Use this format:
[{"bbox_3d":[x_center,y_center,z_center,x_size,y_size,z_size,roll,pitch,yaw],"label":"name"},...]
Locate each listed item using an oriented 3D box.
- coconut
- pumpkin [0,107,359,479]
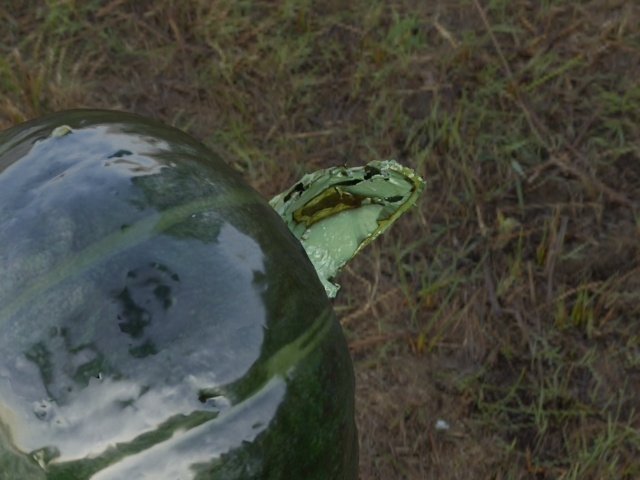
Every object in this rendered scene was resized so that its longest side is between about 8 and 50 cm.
[{"bbox_3d":[-0.003,-0.004,0.727,0.158,0.133,0.055,-21,59,-23],"label":"coconut"},{"bbox_3d":[-0.112,0.074,0.524,0.207,0.300,0.300,-29,57,-21],"label":"pumpkin"}]
